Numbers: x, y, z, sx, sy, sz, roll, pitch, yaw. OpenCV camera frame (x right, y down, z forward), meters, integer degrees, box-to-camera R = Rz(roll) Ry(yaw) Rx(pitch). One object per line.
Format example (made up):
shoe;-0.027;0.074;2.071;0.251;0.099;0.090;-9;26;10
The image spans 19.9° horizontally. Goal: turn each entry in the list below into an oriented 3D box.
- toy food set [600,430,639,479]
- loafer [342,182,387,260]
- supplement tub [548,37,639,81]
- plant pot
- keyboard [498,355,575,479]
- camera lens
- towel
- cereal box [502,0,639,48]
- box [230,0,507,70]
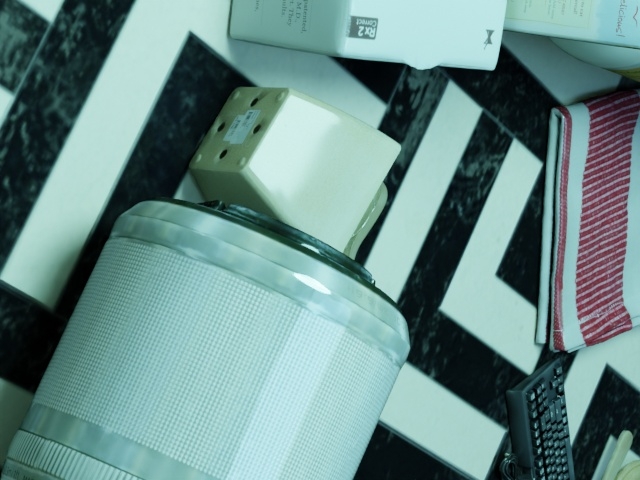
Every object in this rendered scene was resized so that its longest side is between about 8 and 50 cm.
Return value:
toy food set;0.310;0.285;1.840;0.192;0.039;0.132;53;55;-36
loafer;0.000;0.000;1.405;0.050;0.056;0.148;52;54;-41
supplement tub;0.313;-0.236;1.522;0.316;0.228;0.228;14;91;-37
plant pot;-0.029;-0.055;1.324;0.096;0.109;0.109;40;71;-32
keyboard;0.206;0.208;1.709;0.108;0.023;0.180;-31;122;-38
camera lens;-0.081;0.123;1.225;0.219;0.219;0.274;35;75;-46
towel;0.324;-0.034;1.757;0.329;0.037;0.237;-14;110;-44
cereal box;0.174;-0.240;1.379;0.047;0.240;0.173;4;98;-48
box;0.044;-0.223;1.335;0.181;0.119;0.181;-1;102;-48
